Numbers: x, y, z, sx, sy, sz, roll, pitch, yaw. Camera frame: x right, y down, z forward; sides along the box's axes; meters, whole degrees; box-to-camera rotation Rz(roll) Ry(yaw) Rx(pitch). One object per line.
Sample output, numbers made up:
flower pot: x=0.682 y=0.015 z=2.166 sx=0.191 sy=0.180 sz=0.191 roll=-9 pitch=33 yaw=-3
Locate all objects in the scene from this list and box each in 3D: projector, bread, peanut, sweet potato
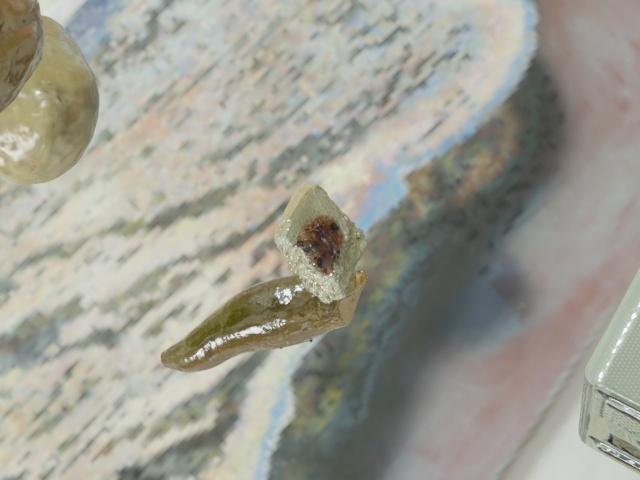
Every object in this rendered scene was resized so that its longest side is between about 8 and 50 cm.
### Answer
projector: x=0.360 y=0.102 z=1.433 sx=0.242 sy=0.163 sz=0.177 roll=-58 pitch=-18 yaw=-19
bread: x=0.000 y=0.000 z=1.209 sx=0.035 sy=0.083 sz=0.070 roll=-15 pitch=35 yaw=43
peanut: x=-0.254 y=-0.121 z=1.267 sx=0.129 sy=0.129 sz=0.224 roll=-43 pitch=24 yaw=3
sweet potato: x=-0.066 y=0.085 z=1.555 sx=0.243 sy=0.077 sz=0.077 roll=-19 pitch=22 yaw=14

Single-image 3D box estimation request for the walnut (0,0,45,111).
walnut: x=-0.248 y=-0.129 z=0.893 sx=0.149 sy=0.166 sz=0.166 roll=-56 pitch=6 yaw=33
